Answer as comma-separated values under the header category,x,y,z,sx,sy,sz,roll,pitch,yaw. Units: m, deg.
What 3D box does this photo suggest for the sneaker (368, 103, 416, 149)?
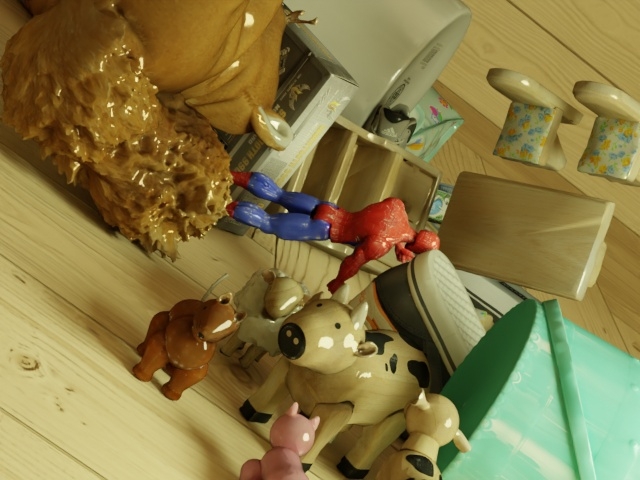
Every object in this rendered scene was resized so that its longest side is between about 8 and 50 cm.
category,x,y,z,sx,sy,sz,roll,pitch,yaw
sneaker,0.071,-0.114,2.298,0.086,0.132,0.228,24,43,1

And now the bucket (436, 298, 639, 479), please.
category,x,y,z,sx,sy,sz,roll,pitch,yaw
bucket,0.209,0.200,1.597,0.183,0.281,0.281,34,15,-5

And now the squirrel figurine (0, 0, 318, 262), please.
category,x,y,z,sx,sy,sz,roll,pitch,yaw
squirrel figurine,-0.163,-0.187,1.751,0.281,0.397,0.370,18,-19,16

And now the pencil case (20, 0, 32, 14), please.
category,x,y,z,sx,sy,sz,roll,pitch,yaw
pencil case,-0.354,-0.365,2.165,0.124,0.124,0.284,24,19,-46

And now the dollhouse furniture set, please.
category,x,y,z,sx,sy,sz,roll,pitch,yaw
dollhouse furniture set,0.147,-0.034,1.987,0.394,0.362,0.256,15,-8,43

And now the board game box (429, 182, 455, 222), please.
category,x,y,z,sx,sy,sz,roll,pitch,yaw
board game box,0.156,-0.060,2.440,0.194,0.060,0.194,15,-1,42

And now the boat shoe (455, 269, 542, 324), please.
category,x,y,z,sx,sy,sz,roll,pitch,yaw
boat shoe,0.251,0.129,2.215,0.306,0.105,0.113,38,17,20

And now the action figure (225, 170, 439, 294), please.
category,x,y,z,sx,sy,sz,roll,pitch,yaw
action figure,0.000,0.000,1.858,0.280,0.091,0.139,11,-38,19

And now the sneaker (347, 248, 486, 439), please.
category,x,y,z,sx,sy,sz,roll,pitch,yaw
sneaker,0.138,0.175,1.798,0.321,0.127,0.126,64,22,-2

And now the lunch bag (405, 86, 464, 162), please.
category,x,y,z,sx,sy,sz,roll,pitch,yaw
lunch bag,0.073,-0.210,2.686,0.223,0.160,0.262,48,28,14

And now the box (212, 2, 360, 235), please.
category,x,y,z,sx,sy,sz,roll,pitch,yaw
box,-0.083,-0.151,1.969,0.056,0.231,0.183,19,24,-50

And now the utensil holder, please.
category,x,y,z,sx,sy,sz,roll,pitch,yaw
utensil holder,-0.021,-0.332,2.460,0.385,0.327,0.327,41,15,8

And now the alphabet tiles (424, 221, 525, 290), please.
category,x,y,z,sx,sy,sz,roll,pitch,yaw
alphabet tiles,0.233,0.037,2.621,0.342,0.011,0.285,48,17,30

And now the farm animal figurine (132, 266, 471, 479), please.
category,x,y,z,sx,sy,sz,roll,pitch,yaw
farm animal figurine,0.020,0.135,1.489,0.330,0.172,0.327,43,15,14
